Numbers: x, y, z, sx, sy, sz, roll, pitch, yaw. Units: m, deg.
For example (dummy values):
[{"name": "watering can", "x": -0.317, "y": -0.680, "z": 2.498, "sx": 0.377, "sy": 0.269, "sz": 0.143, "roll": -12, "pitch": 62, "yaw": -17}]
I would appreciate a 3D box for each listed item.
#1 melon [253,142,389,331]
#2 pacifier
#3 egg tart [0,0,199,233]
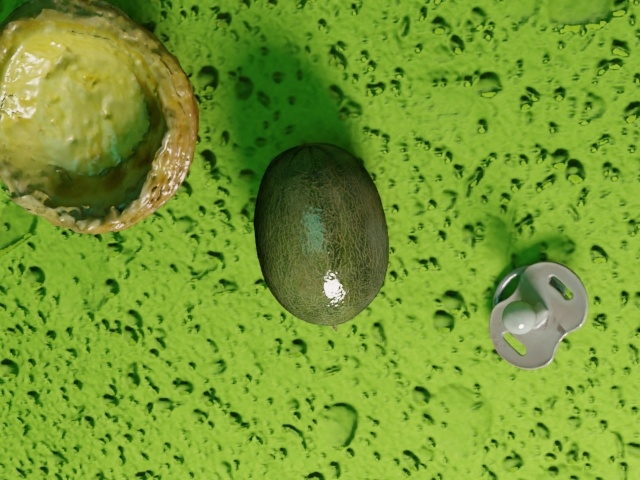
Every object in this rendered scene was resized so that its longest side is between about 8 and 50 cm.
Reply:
[{"name": "melon", "x": 0.000, "y": 0.000, "z": 1.240, "sx": 0.114, "sy": 0.114, "sz": 0.167, "roll": -3, "pitch": 109, "yaw": 14}, {"name": "pacifier", "x": 0.174, "y": 0.061, "z": 1.235, "sx": 0.081, "sy": 0.078, "sz": 0.099, "roll": 44, "pitch": 112, "yaw": 22}, {"name": "egg tart", "x": -0.201, "y": -0.110, "z": 1.270, "sx": 0.213, "sy": 0.090, "sz": 0.212, "roll": 3, "pitch": 103, "yaw": 12}]
